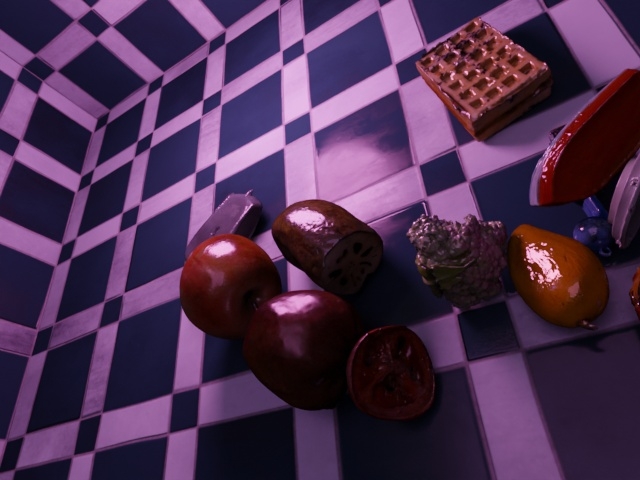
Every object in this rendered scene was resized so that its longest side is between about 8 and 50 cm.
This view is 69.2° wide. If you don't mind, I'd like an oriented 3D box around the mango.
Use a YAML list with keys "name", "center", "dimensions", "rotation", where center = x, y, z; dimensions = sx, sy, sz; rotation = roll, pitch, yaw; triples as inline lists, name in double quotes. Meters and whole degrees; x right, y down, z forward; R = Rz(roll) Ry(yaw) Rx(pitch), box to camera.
- name: "mango"
  center: [0.513, 0.071, 1.026]
  dimensions: [0.176, 0.119, 0.317]
  rotation: [-52, 32, 22]

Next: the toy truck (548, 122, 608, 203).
- name: "toy truck"
  center: [0.623, -0.187, 1.124]
  dimensions: [0.083, 0.092, 0.192]
  rotation: [-20, 62, 26]

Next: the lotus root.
- name: "lotus root"
  center: [0.000, 0.000, 1.368]
  dimensions: [0.346, 0.250, 0.250]
  rotation: [29, 83, 49]

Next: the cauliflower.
- name: "cauliflower"
  center: [0.317, 0.028, 1.150]
  dimensions: [0.239, 0.256, 0.315]
  rotation: [-66, 16, 10]

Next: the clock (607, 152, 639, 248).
- name: "clock"
  center: [0.643, -0.099, 0.951]
  dimensions: [0.053, 0.236, 0.236]
  rotation: [25, 81, 37]

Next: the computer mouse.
- name: "computer mouse"
  center: [-0.344, -0.029, 1.714]
  dimensions: [0.188, 0.122, 0.371]
  rotation: [23, 72, 39]

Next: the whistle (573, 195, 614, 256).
- name: "whistle"
  center: [0.607, -0.027, 1.043]
  dimensions: [0.090, 0.090, 0.158]
  rotation: [-28, 49, 20]

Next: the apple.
- name: "apple"
  center: [-0.267, 0.144, 1.424]
  dimensions: [0.277, 0.319, 0.319]
  rotation: [12, 72, 36]

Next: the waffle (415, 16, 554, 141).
- name: "waffle"
  center: [0.480, -0.498, 1.394]
  dimensions: [0.261, 0.114, 0.376]
  rotation: [-35, 48, 15]

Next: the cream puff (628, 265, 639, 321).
- name: "cream puff"
  center: [0.702, 0.103, 0.845]
  dimensions: [0.240, 0.164, 0.240]
  rotation: [-8, 75, 30]

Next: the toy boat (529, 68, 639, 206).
- name: "toy boat"
  center: [0.588, -0.203, 1.018]
  dimensions: [0.145, 0.133, 0.332]
  rotation: [37, 103, 0]

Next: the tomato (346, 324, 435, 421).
- name: "tomato"
  center: [0.161, 0.316, 1.108]
  dimensions: [0.228, 0.228, 0.101]
  rotation: [-70, 12, -17]

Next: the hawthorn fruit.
- name: "hawthorn fruit"
  center: [-0.048, 0.269, 1.194]
  dimensions: [0.325, 0.308, 0.308]
  rotation: [-2, 61, 9]
